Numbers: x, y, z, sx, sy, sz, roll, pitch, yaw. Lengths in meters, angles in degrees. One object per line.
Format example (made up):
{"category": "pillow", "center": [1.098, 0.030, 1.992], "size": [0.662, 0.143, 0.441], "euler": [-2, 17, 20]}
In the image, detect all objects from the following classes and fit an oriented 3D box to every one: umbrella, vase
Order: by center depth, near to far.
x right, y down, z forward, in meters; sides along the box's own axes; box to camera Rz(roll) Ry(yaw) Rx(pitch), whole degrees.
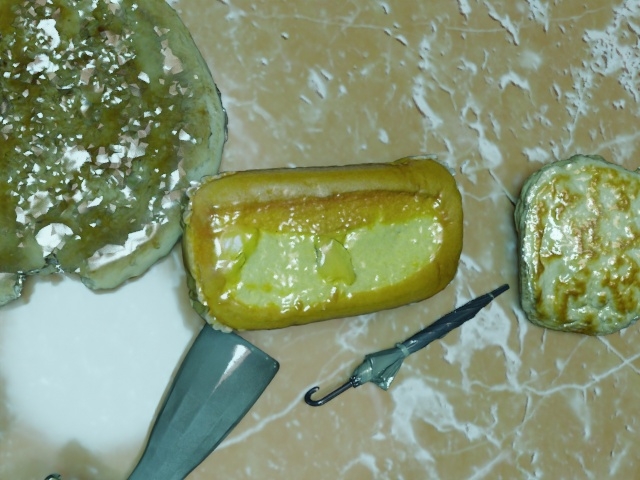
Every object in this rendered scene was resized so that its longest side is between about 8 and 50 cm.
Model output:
{"category": "vase", "center": [-0.131, 0.187, 0.766], "size": [0.086, 0.086, 0.214], "euler": [34, 81, -7]}
{"category": "umbrella", "center": [0.105, 0.117, 0.853], "size": [0.269, 0.044, 0.044], "euler": [-26, 120, -15]}

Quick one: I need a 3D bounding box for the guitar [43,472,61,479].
{"category": "guitar", "center": [-0.151, 0.265, 0.709], "size": [0.271, 0.038, 0.084], "euler": [41, 77, -35]}

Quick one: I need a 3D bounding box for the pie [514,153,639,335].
{"category": "pie", "center": [0.300, 0.006, 0.892], "size": [0.178, 0.084, 0.205], "euler": [-5, 92, -9]}

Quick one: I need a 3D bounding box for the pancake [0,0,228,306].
{"category": "pancake", "center": [-0.275, -0.117, 0.773], "size": [0.382, 0.071, 0.383], "euler": [2, 82, -14]}

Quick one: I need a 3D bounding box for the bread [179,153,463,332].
{"category": "bread", "center": [0.000, 0.000, 0.775], "size": [0.288, 0.119, 0.153], "euler": [-6, 91, -27]}
